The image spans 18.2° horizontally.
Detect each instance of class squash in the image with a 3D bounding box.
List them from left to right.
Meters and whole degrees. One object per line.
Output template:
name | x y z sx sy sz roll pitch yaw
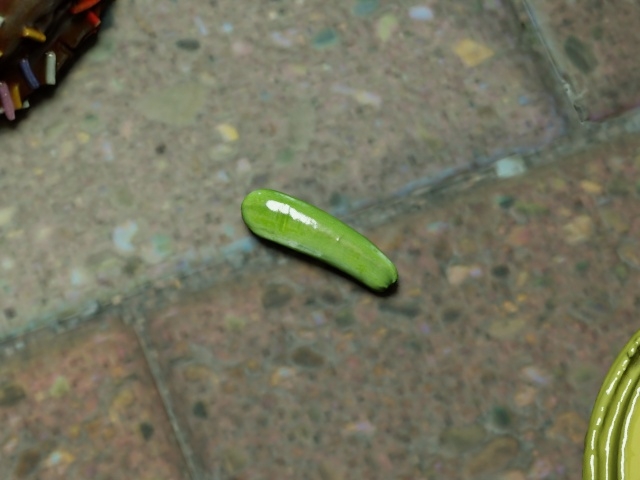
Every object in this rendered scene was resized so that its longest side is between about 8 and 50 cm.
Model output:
squash | 0.001 -0.001 1.012 0.089 0.027 0.027 25 72 3

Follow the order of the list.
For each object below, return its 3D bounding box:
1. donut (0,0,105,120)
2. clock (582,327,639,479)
donut | -0.212 -0.174 1.019 0.230 0.096 0.216 38 74 10
clock | 0.246 0.116 0.971 0.237 0.057 0.237 1 72 -3
